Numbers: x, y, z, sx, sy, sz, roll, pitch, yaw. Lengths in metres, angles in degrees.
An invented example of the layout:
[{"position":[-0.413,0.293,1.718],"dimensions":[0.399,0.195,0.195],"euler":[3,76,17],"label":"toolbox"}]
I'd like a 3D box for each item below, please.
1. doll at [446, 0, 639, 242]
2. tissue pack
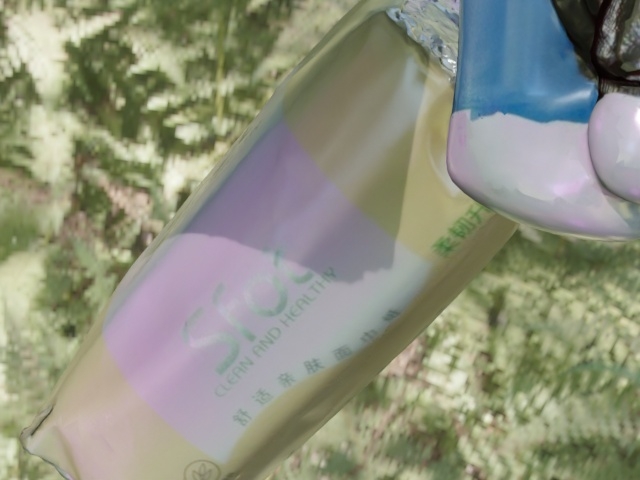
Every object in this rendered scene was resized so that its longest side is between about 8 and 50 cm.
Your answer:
[{"position":[0.206,-0.097,0.436],"dimensions":[0.310,0.240,0.284],"euler":[10,35,34],"label":"doll"},{"position":[0.000,0.000,0.715],"dimensions":[0.123,0.257,0.215],"euler":[39,21,-2],"label":"tissue pack"}]
